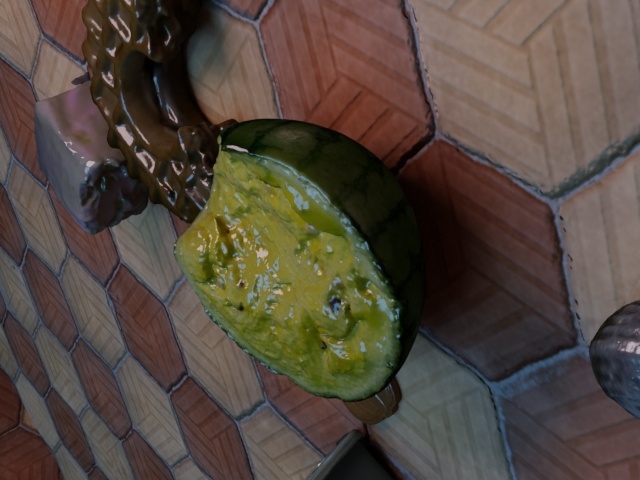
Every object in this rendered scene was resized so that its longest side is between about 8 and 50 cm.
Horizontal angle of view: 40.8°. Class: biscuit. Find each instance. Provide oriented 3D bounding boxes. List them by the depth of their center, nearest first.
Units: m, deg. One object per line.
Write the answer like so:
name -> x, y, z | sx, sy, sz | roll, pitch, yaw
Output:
biscuit -> 0.059, 0.194, 1.137 | 0.102, 0.019, 0.130 | 51, 144, 15
biscuit -> -0.205, -0.191, 1.142 | 0.268, 0.115, 0.366 | 2, 113, 53

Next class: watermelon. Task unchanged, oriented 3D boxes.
watermelon -> 0.000, 0.000, 0.938 | 0.330, 0.189, 0.331 | 29, 146, 22

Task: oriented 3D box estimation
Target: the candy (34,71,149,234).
candy -> -0.358, -0.138, 1.363 | 0.195, 0.137, 0.185 | 49, 144, 23

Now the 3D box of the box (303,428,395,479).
box -> 0.010, 0.390, 1.160 | 0.135, 0.243, 0.163 | 42, 142, 8

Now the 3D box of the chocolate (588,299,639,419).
chocolate -> 0.316, 0.098, 0.652 | 0.248, 0.110, 0.110 | -1, 111, 48
